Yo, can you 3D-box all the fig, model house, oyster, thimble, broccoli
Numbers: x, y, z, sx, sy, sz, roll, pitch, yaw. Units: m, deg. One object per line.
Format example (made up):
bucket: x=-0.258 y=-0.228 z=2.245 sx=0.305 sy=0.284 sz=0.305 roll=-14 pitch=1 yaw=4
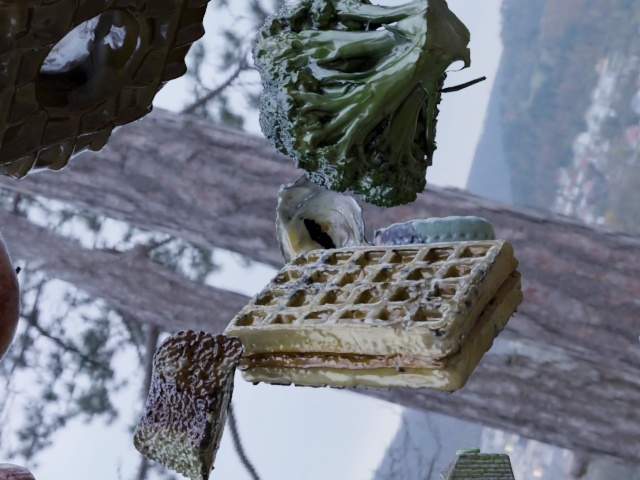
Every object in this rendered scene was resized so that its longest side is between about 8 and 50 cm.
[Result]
fig: x=-0.524 y=0.431 z=1.665 sx=0.150 sy=0.128 sz=0.128 roll=-174 pitch=99 yaw=-88
model house: x=0.277 y=0.486 z=1.898 sx=0.214 sy=0.195 sz=0.189 roll=55 pitch=-145 yaw=-84
oyster: x=0.007 y=-0.006 z=1.977 sx=0.100 sy=0.275 sz=0.271 roll=-38 pitch=13 yaw=-36
thimble: x=0.204 y=0.048 z=1.777 sx=0.237 sy=0.237 sz=0.150 roll=72 pitch=-167 yaw=-78
broccoli: x=0.071 y=-0.193 z=1.317 sx=0.283 sy=0.304 sz=0.321 roll=-31 pitch=48 yaw=41

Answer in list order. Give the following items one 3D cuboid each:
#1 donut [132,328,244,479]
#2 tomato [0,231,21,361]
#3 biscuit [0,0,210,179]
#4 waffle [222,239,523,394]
donut: x=-0.181 y=0.231 z=1.407 sx=0.144 sy=0.126 sz=0.186 roll=-71 pitch=-2 yaw=-48
tomato: x=-0.533 y=0.070 z=1.337 sx=0.227 sy=0.270 sz=0.270 roll=6 pitch=-80 yaw=-50
biscuit: x=-0.245 y=-0.196 z=0.963 sx=0.332 sy=0.103 sz=0.332 roll=-38 pitch=-18 yaw=-15
waffle: x=0.072 y=0.108 z=1.449 sx=0.261 sy=0.376 sz=0.114 roll=-48 pitch=-54 yaw=-48
